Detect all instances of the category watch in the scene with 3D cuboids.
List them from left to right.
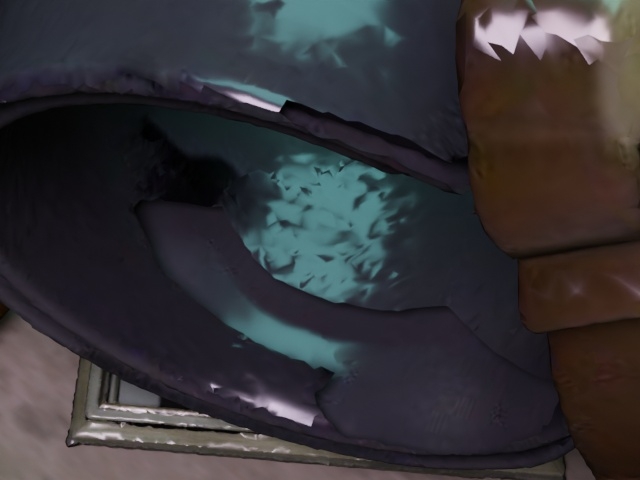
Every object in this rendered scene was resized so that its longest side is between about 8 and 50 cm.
[{"bbox_3d":[0.016,-0.054,0.654,0.327,0.335,0.314,3,61,25],"label":"watch"}]

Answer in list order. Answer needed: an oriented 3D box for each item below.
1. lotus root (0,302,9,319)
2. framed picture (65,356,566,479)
[{"bbox_3d":[-0.259,-0.008,0.731,0.193,0.193,0.291,38,36,28],"label":"lotus root"},{"bbox_3d":[0.000,0.000,0.903,0.231,0.018,0.293,5,42,-5],"label":"framed picture"}]
